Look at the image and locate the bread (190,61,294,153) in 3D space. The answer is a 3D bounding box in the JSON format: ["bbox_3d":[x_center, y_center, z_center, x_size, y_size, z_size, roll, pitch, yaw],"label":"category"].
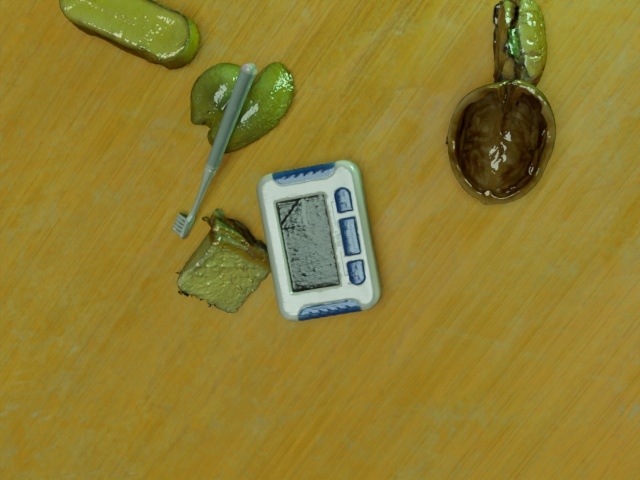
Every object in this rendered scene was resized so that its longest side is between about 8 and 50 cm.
[{"bbox_3d":[-0.139,-0.242,1.864,0.187,0.065,0.149,-33,84,13],"label":"bread"}]

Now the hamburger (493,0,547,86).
[{"bbox_3d":[0.324,-0.308,1.757,0.087,0.102,0.176,2,96,-3],"label":"hamburger"}]

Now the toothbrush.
[{"bbox_3d":[-0.177,-0.145,1.850,0.030,0.025,0.342,33,118,11],"label":"toothbrush"}]

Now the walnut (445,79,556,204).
[{"bbox_3d":[0.290,-0.168,1.777,0.167,0.087,0.211,15,117,7],"label":"walnut"}]

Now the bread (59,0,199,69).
[{"bbox_3d":[-0.321,-0.372,1.868,0.245,0.094,0.102,24,90,6],"label":"bread"}]

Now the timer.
[{"bbox_3d":[0.000,0.000,1.855,0.178,0.078,0.253,-9,93,13],"label":"timer"}]

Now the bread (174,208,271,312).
[{"bbox_3d":[-0.161,0.044,1.880,0.152,0.127,0.147,34,101,-12],"label":"bread"}]
